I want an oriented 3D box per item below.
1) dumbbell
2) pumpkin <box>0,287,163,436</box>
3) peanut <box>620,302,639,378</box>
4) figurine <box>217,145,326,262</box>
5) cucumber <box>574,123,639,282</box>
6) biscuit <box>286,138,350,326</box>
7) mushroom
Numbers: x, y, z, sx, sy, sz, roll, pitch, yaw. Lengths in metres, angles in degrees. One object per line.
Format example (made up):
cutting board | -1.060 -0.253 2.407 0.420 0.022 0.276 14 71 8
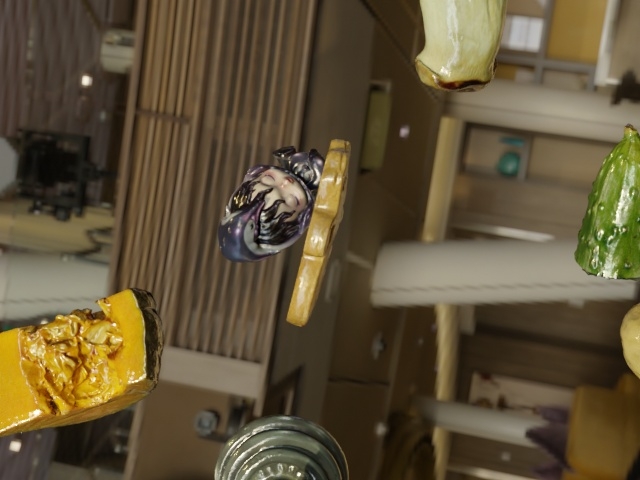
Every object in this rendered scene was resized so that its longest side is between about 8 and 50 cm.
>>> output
dumbbell | -0.048 0.343 1.325 0.406 0.179 0.179 -92 9 -77
pumpkin | -0.296 0.151 1.335 0.126 0.248 0.131 35 -140 -78
peanut | 0.467 0.155 1.247 0.147 0.319 0.147 -57 17 28
figurine | -0.081 -0.053 1.813 0.222 0.145 0.145 -39 -36 -33
cucumber | 0.480 -0.063 1.770 0.134 0.134 0.244 -51 -35 -66
biscuit | 0.000 0.000 1.255 0.166 0.036 0.225 -82 6 -74
mushroom | 0.142 -0.314 1.165 0.107 0.087 0.333 -28 -58 -39
